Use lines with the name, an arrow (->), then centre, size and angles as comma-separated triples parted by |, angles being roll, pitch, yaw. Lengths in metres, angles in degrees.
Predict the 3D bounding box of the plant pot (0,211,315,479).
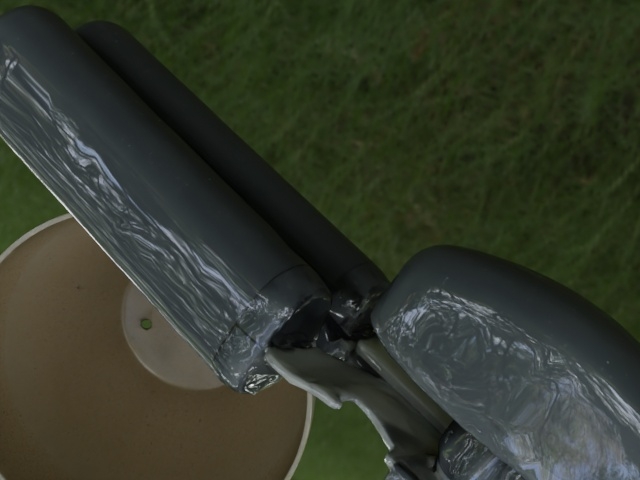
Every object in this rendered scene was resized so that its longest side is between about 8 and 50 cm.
plant pot -> -0.129, 0.091, 1.082 | 0.284, 0.284, 0.191 | 19, -164, 6

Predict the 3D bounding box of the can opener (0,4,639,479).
can opener -> 0.000, 0.000, 0.410 | 0.283, 0.095, 0.076 | 44, -158, 24
